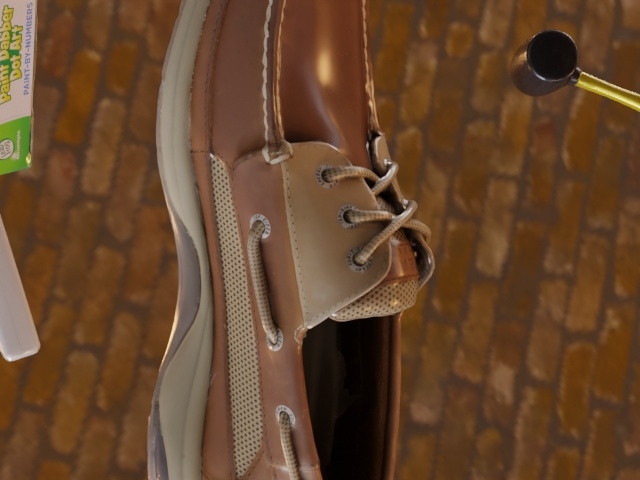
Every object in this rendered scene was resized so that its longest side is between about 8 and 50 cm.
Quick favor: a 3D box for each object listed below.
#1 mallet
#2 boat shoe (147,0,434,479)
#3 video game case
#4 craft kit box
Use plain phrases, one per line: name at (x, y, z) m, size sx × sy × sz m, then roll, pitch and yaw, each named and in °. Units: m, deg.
mallet at (0.215, -0.090, 1.258) m, size 0.190 × 0.062 × 0.039 m, roll 22°, pitch -97°, yaw -11°
boat shoe at (0.000, 0.000, 0.870) m, size 0.116 × 0.123 × 0.324 m, roll 13°, pitch -71°, yaw 34°
video game case at (-0.232, -0.051, 1.172) m, size 0.026 × 0.227 × 0.206 m, roll -19°, pitch -167°, yaw -12°
craft kit box at (-0.341, -0.217, 1.657) m, size 0.061 × 0.246 × 0.250 m, roll -18°, pitch -142°, yaw -41°
